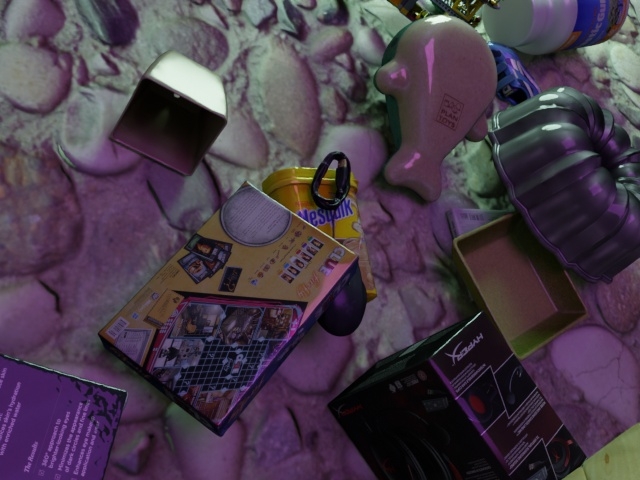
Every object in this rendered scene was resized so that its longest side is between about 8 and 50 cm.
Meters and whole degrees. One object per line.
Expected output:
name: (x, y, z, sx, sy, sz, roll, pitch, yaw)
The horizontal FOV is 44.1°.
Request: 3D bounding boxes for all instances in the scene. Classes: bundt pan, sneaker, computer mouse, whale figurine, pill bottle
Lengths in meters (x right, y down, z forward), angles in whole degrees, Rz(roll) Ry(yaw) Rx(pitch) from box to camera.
bundt pan: (0.419, -0.103, 1.238, 0.330, 0.124, 0.331, 27, 45, -31)
sneaker: (0.322, -0.281, 1.358, 0.144, 0.053, 0.059, 45, 54, -4)
computer mouse: (0.024, -0.003, 0.948, 0.071, 0.041, 0.242, 9, 65, -25)
whale figurine: (0.153, -0.196, 1.179, 0.216, 0.141, 0.272, 20, 82, -31)
pill bottle: (0.421, -0.416, 1.423, 0.272, 0.152, 0.152, -19, 78, -37)

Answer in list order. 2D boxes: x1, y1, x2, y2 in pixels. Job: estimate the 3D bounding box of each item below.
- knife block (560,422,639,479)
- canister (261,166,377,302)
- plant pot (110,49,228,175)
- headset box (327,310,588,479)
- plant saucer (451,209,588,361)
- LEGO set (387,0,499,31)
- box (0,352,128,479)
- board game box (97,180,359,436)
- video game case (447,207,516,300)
knife block: (0.319, 0.235, 0.699, 0.275, 0.242, 0.088, -20, 80, -33)
canister: (0.000, 0.000, 1.002, 0.126, 0.073, 0.170, 0, 69, -31)
plant pot: (-0.175, -0.164, 0.959, 0.109, 0.109, 0.096, 26, 42, -19)
headset box: (0.174, 0.254, 0.893, 0.110, 0.218, 0.293, -33, 87, -37)
plant saucer: (0.279, 0.063, 1.140, 0.188, 0.045, 0.188, -21, 80, -38)
LEGO set: (0.170, -0.475, 1.233, 0.331, 0.192, 0.255, 39, 34, -8)
box: (-0.279, 0.197, 0.714, 0.158, 0.093, 0.156, 23, 57, -22)
board game box: (-0.094, 0.066, 0.858, 0.165, 0.042, 0.243, 34, 64, 15)
video game case: (0.271, 0.021, 1.198, 0.157, 0.019, 0.143, 1, 67, -33)
